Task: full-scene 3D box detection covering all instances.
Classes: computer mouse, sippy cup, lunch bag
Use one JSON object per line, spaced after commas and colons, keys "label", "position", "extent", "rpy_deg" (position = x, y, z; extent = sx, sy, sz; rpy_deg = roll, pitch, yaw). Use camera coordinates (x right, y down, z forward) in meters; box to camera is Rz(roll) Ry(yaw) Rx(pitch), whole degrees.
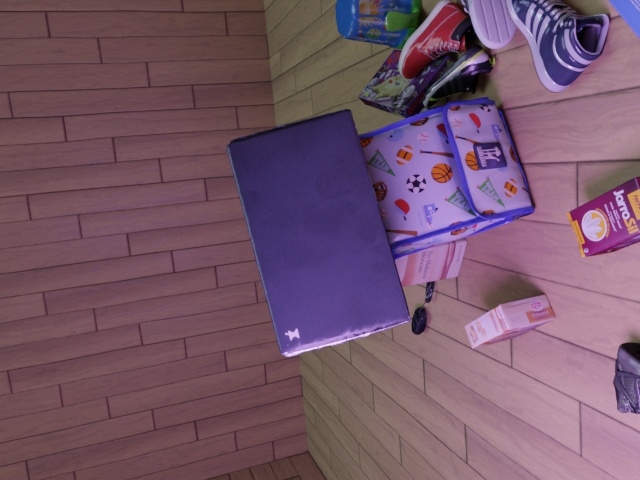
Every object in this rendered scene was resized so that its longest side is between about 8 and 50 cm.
{"label": "computer mouse", "position": [0.373, 0.240, 1.914], "extent": [0.071, 0.041, 0.242], "rpy_deg": [-95, 14, -54]}
{"label": "sippy cup", "position": [0.177, -0.751, 1.769], "extent": [0.305, 0.224, 0.240], "rpy_deg": [167, 94, -71]}
{"label": "lunch bag", "position": [0.313, -0.162, 1.385], "extent": [0.239, 0.386, 0.327], "rpy_deg": [40, -145, -78]}

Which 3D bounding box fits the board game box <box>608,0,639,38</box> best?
{"label": "board game box", "position": [0.621, -0.389, 0.838], "extent": [0.233, 0.078, 0.347], "rpy_deg": [112, 145, -56]}

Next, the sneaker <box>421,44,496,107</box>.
{"label": "sneaker", "position": [0.375, -0.424, 1.469], "extent": [0.097, 0.084, 0.235], "rpy_deg": [47, 138, -2]}

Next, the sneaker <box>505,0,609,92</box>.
{"label": "sneaker", "position": [0.497, -0.472, 1.132], "extent": [0.153, 0.099, 0.282], "rpy_deg": [133, 120, -73]}

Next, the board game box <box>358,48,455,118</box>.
{"label": "board game box", "position": [0.263, -0.503, 1.712], "extent": [0.056, 0.208, 0.347], "rpy_deg": [40, -177, -29]}

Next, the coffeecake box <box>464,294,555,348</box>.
{"label": "coffeecake box", "position": [0.484, 0.212, 1.392], "extent": [0.185, 0.142, 0.068], "rpy_deg": [119, 139, -61]}

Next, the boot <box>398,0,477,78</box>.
{"label": "boot", "position": [0.332, -0.537, 1.523], "extent": [0.244, 0.088, 0.176], "rpy_deg": [-53, 45, 29]}

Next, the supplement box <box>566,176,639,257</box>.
{"label": "supplement box", "position": [0.593, -0.045, 1.060], "extent": [0.188, 0.081, 0.104], "rpy_deg": [130, 129, -65]}

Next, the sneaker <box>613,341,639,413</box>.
{"label": "sneaker", "position": [0.654, 0.311, 1.031], "extent": [0.227, 0.087, 0.130], "rpy_deg": [-124, 30, -59]}

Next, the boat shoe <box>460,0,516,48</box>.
{"label": "boat shoe", "position": [0.410, -0.620, 1.345], "extent": [0.119, 0.121, 0.335], "rpy_deg": [99, 165, -79]}

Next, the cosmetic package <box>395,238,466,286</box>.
{"label": "cosmetic package", "position": [0.284, 0.047, 1.676], "extent": [0.129, 0.296, 0.153], "rpy_deg": [-122, 28, -50]}

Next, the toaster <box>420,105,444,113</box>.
{"label": "toaster", "position": [0.360, -0.296, 1.599], "extent": [0.185, 0.110, 0.168], "rpy_deg": [116, 141, -59]}

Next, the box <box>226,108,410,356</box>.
{"label": "box", "position": [0.000, 0.000, 1.349], "extent": [0.472, 0.298, 0.479], "rpy_deg": [52, -158, -84]}
